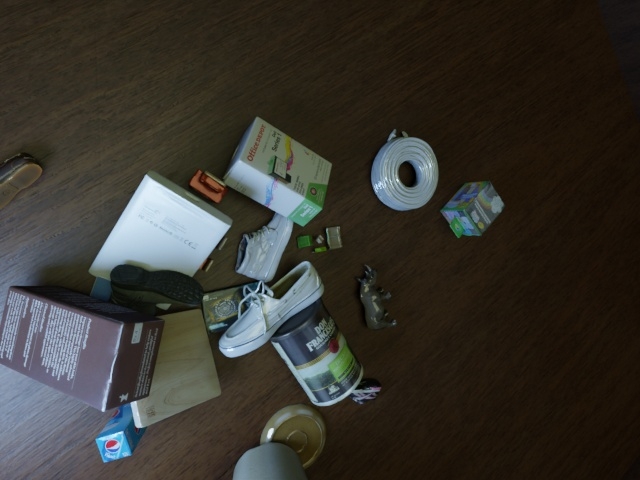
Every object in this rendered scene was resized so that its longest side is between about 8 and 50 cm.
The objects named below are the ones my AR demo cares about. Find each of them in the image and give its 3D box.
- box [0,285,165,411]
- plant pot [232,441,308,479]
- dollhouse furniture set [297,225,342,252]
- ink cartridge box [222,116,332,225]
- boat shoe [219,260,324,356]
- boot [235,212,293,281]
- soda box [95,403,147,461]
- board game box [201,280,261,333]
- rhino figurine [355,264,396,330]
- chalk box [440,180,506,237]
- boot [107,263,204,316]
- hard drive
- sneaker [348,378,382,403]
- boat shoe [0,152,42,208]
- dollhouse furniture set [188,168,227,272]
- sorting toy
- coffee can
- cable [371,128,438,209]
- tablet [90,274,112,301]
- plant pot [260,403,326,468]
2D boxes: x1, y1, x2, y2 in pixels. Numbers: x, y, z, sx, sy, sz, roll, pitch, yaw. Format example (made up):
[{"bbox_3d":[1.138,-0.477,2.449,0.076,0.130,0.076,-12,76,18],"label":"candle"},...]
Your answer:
[{"bbox_3d":[-0.574,0.236,0.988,0.143,0.380,0.191,17,85,-66],"label":"box"},{"bbox_3d":[-0.143,0.775,1.200,0.333,0.305,0.335,-2,101,-11],"label":"plant pot"},{"bbox_3d":[0.000,0.000,1.394,0.151,0.058,0.076,-9,89,-41],"label":"dollhouse furniture set"},{"bbox_3d":[-0.121,-0.203,1.239,0.278,0.117,0.202,29,50,-21],"label":"ink cartridge box"},{"bbox_3d":[-0.157,0.179,1.225,0.366,0.135,0.157,-33,122,-17],"label":"boat shoe"},{"bbox_3d":[-0.174,-0.006,1.280,0.123,0.095,0.259,20,86,-29],"label":"boot"},{"bbox_3d":[-0.505,0.482,1.101,0.071,0.210,0.068,-15,98,-3],"label":"soda box"},{"bbox_3d":[-0.270,0.205,1.289,0.186,0.026,0.126,-11,97,-22],"label":"board game box"},{"bbox_3d":[0.186,0.200,1.455,0.106,0.073,0.244,-17,98,-24],"label":"rhino figurine"},{"bbox_3d":[0.557,-0.104,1.564,0.213,0.132,0.132,-44,109,-14],"label":"chalk box"},{"bbox_3d":[-0.446,0.154,1.128,0.246,0.161,0.084,16,43,-12],"label":"boot"},{"bbox_3d":[-0.425,0.014,1.098,0.232,0.047,0.353,33,116,-20],"label":"hard drive"},{"bbox_3d":[0.129,0.535,1.452,0.178,0.072,0.077,8,100,-17],"label":"sneaker"},{"bbox_3d":[-0.798,-0.138,1.034,0.073,0.073,0.207,40,70,19],"label":"boat shoe"},{"bbox_3d":[-0.376,-0.068,1.172,0.261,0.135,0.259,34,80,-20],"label":"dollhouse furniture set"},{"bbox_3d":[-0.425,0.339,1.141,0.257,0.089,0.256,-1,71,-56],"label":"sorting toy"},{"bbox_3d":[-0.016,0.342,1.308,0.201,0.201,0.276,-36,106,-17],"label":"coffee can"},{"bbox_3d":[0.303,-0.235,1.472,0.257,0.089,0.257,40,78,-19],"label":"cable"},{"bbox_3d":[-0.591,0.133,1.137,0.054,0.006,0.083,25,119,-18],"label":"tablet"},{"bbox_3d":[-0.082,0.667,1.388,0.236,0.032,0.237,-1,94,-23],"label":"plant pot"}]
